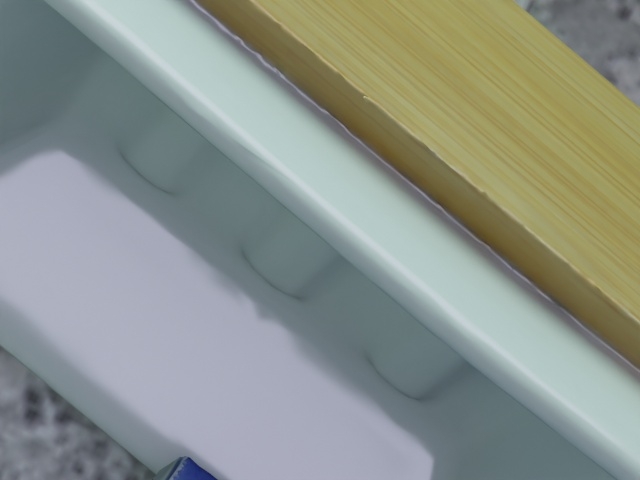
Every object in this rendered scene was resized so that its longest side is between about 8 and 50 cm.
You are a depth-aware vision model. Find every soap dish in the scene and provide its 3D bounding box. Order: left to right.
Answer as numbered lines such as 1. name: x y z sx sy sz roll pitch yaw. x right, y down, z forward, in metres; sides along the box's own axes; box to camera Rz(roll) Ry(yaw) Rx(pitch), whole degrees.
1. soap dish: 0.000 0.000 0.645 0.291 0.229 0.118 39 58 -6

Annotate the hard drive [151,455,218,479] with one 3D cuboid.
1. hard drive: 0.016 0.251 0.641 0.318 0.040 0.210 40 65 -6
